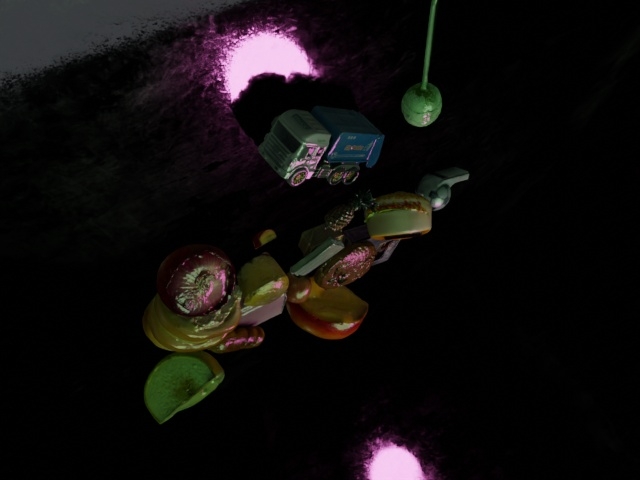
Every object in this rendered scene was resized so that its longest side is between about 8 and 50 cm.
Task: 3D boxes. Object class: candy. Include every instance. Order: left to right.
[{"bbox_3d":[0.285,-0.483,1.267,0.119,0.119,0.440,-29,150,-12],"label":"candy"}]

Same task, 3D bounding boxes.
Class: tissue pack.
[{"bbox_3d":[0.206,0.023,2.157,0.361,0.122,0.259,-14,148,-37],"label":"tissue pack"}]

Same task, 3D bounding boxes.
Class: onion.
[{"bbox_3d":[-0.379,0.122,1.447,0.248,0.248,0.161,-13,-172,-43],"label":"onion"}]

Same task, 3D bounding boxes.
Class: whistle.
[{"bbox_3d":[0.507,-0.212,2.045,0.289,0.163,0.163,-18,154,-33],"label":"whistle"}]

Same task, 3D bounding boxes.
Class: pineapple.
[{"bbox_3d":[0.108,-0.104,1.769,0.221,0.103,0.083,-33,146,-1],"label":"pineapple"}]

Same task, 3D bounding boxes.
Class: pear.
[{"bbox_3d":[-0.596,0.611,2.125,0.342,0.238,0.318,-40,170,1],"label":"pear"}]

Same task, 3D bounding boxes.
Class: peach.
[{"bbox_3d":[-0.192,-0.009,1.609,0.083,0.050,0.077,-24,-178,0],"label":"peach"},{"bbox_3d":[0.001,0.323,2.255,0.306,0.380,0.242,-50,175,-48],"label":"peach"}]

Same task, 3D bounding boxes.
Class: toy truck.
[{"bbox_3d":[0.016,-0.253,1.274,0.367,0.146,0.175,-13,143,-48],"label":"toy truck"}]

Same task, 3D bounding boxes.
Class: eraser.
[{"bbox_3d":[-0.325,0.286,1.954,0.359,0.122,0.272,-24,158,-22],"label":"eraser"}]

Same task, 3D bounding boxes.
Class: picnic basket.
[{"bbox_3d":[0.000,0.000,1.865,0.164,0.079,0.115,-22,157,-26],"label":"picnic basket"}]

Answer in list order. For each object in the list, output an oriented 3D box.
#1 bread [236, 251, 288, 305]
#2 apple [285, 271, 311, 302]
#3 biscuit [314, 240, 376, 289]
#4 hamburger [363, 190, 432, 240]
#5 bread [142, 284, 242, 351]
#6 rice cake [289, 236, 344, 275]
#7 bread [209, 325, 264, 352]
[{"bbox_3d":[-0.216,0.152,1.752,0.197,0.170,0.197,-28,156,-14],"label":"bread"},{"bbox_3d":[-0.106,0.199,2.050,0.146,0.146,0.131,-5,124,-51],"label":"apple"},{"bbox_3d":[0.109,0.113,1.976,0.296,0.075,0.296,-23,151,-14],"label":"biscuit"},{"bbox_3d":[0.312,-0.099,1.912,0.276,0.179,0.294,-6,173,12],"label":"hamburger"},{"bbox_3d":[-0.434,0.276,1.615,0.315,0.211,0.270,9,133,-44],"label":"bread"},{"bbox_3d":[-0.016,0.067,1.821,0.211,0.038,0.124,-39,159,16],"label":"rice cake"},{"bbox_3d":[-0.347,0.400,1.888,0.124,0.084,0.344,-41,158,20],"label":"bread"}]
